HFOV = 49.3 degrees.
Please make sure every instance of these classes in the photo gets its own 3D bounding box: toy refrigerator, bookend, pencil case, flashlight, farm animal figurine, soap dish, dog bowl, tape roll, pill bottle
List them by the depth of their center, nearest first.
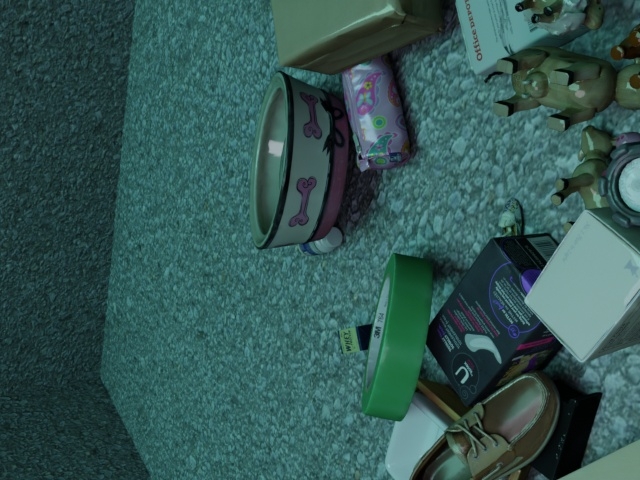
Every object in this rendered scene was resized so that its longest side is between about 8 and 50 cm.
[{"bbox_3d":[0.463,-0.074,0.834,0.103,0.304,0.103,-49,56,46],"label":"flashlight"},{"bbox_3d":[0.403,-0.197,1.026,0.327,0.172,0.330,44,142,32],"label":"farm animal figurine"},{"bbox_3d":[0.473,0.385,1.077,0.269,0.094,0.102,-53,46,44],"label":"toy refrigerator"},{"bbox_3d":[0.382,0.301,1.211,0.157,0.072,0.156,31,118,50],"label":"bookend"},{"bbox_3d":[0.265,0.434,1.359,0.291,0.118,0.229,38,125,47],"label":"soap dish"},{"bbox_3d":[0.148,0.188,1.371,0.321,0.077,0.321,12,-90,-89],"label":"tape roll"},{"bbox_3d":[0.109,-0.286,1.482,0.124,0.124,0.284,-22,75,54],"label":"pencil case"},{"bbox_3d":[-0.055,-0.174,1.614,0.408,0.150,0.408,-174,90,-75],"label":"dog bowl"},{"bbox_3d":[0.000,0.000,1.724,0.120,0.067,0.067,-15,82,55],"label":"pill bottle"}]

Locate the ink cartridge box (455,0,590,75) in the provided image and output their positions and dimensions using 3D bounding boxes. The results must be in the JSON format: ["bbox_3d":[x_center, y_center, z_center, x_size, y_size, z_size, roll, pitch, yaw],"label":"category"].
[{"bbox_3d":[0.339,-0.384,1.161,0.208,0.087,0.153,-20,78,54],"label":"ink cartridge box"}]

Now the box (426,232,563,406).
[{"bbox_3d":[0.323,0.137,1.209,0.165,0.143,0.270,60,139,34],"label":"box"}]

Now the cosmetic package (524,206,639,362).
[{"bbox_3d":[0.430,0.039,0.894,0.113,0.309,0.160,54,135,36],"label":"cosmetic package"}]

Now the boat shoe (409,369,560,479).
[{"bbox_3d":[0.269,0.345,1.168,0.324,0.116,0.123,-55,46,19],"label":"boat shoe"}]

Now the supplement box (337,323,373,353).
[{"bbox_3d":[0.099,0.223,1.599,0.083,0.083,0.056,-24,74,55],"label":"supplement box"}]

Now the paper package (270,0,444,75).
[{"bbox_3d":[0.053,-0.518,1.345,0.309,0.168,0.324,-12,83,40],"label":"paper package"}]

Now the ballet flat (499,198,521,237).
[{"bbox_3d":[0.340,-0.018,1.254,0.041,0.041,0.114,1,95,55],"label":"ballet flat"}]
